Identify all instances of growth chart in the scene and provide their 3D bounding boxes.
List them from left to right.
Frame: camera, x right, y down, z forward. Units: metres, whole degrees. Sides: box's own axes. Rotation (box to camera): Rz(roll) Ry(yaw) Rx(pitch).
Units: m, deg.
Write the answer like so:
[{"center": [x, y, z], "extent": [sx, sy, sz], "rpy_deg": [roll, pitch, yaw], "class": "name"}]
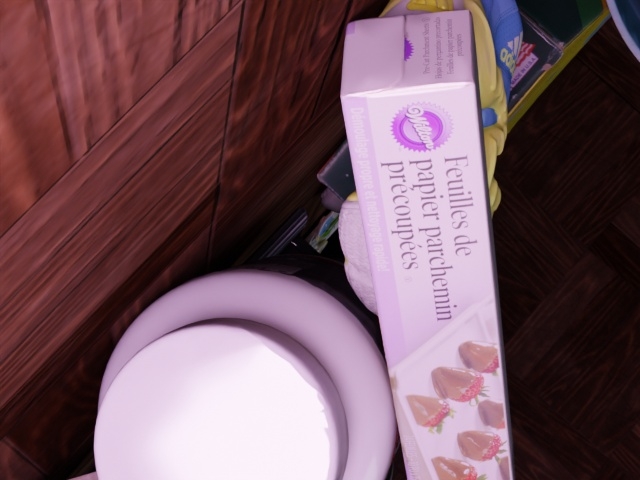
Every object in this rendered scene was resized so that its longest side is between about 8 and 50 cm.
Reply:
[{"center": [0.000, 0.000, 1.418], "extent": [0.237, 0.021, 0.172], "rpy_deg": [-48, 175, -6], "class": "growth chart"}]

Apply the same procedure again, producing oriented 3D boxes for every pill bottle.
[{"center": [-0.035, 0.102, 0.906], "extent": [0.176, 0.176, 0.318], "rpy_deg": [-48, 176, 7], "class": "pill bottle"}]

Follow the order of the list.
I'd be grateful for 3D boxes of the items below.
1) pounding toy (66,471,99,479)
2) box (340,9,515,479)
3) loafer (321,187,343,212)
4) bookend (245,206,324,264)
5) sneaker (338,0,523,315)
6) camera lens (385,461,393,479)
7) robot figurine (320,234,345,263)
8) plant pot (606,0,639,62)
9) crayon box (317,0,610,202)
[{"center": [-0.171, 0.195, 1.150], "extent": [0.154, 0.155, 0.269], "rpy_deg": [-20, 169, 7], "class": "pounding toy"}, {"center": [0.064, 0.030, 0.783], "extent": [0.067, 0.063, 0.324], "rpy_deg": [-87, 169, -47], "class": "box"}, {"center": [0.079, -0.053, 1.251], "extent": [0.094, 0.087, 0.251], "rpy_deg": [-50, 175, 29], "class": "loafer"}, {"center": [-0.015, 0.088, 1.133], "extent": [0.156, 0.157, 0.072], "rpy_deg": [-46, 176, -21], "class": "bookend"}, {"center": [0.076, -0.059, 0.840], "extent": [0.240, 0.091, 0.126], "rpy_deg": [96, 21, -46], "class": "sneaker"}, {"center": [-0.081, 0.240, 1.409], "extent": [0.274, 0.219, 0.219], "rpy_deg": [-49, 176, 28], "class": "camera lens"}, {"center": [0.055, 0.073, 1.647], "extent": [0.209, 0.173, 0.278], "rpy_deg": [-47, 177, 28], "class": "robot figurine"}, {"center": [0.342, -0.253, 1.047], "extent": [0.271, 0.272, 0.255], "rpy_deg": [-50, -171, 31], "class": "plant pot"}, {"center": [0.139, -0.139, 1.122], "extent": [0.202, 0.081, 0.318], "rpy_deg": [-50, 175, 32], "class": "crayon box"}]
